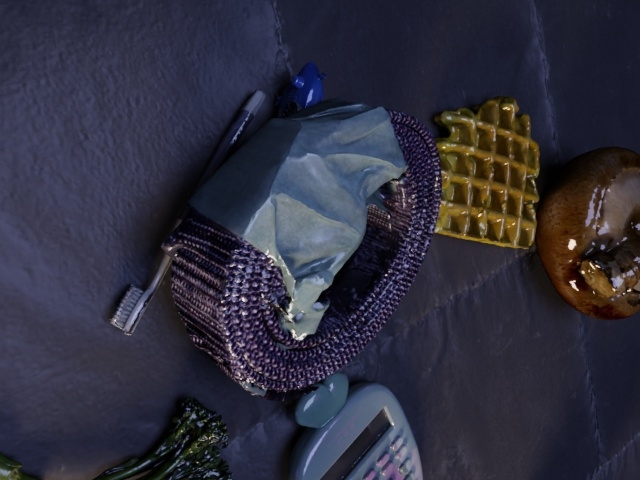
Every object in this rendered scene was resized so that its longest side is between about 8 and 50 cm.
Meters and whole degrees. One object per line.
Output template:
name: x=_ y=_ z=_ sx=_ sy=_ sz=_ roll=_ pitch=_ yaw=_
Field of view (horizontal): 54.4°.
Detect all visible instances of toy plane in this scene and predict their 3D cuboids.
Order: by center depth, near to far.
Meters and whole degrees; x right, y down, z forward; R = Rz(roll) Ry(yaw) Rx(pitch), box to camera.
toy plane: x=-0.036 y=-0.115 z=0.676 sx=0.054 sy=0.062 sz=0.167 roll=19 pitch=89 yaw=-49

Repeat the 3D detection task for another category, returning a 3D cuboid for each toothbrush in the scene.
toothbrush: x=-0.129 y=-0.038 z=0.628 sx=0.026 sy=0.024 sz=0.288 roll=33 pitch=73 yaw=-20

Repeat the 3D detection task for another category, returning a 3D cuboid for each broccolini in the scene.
broccolini: x=-0.192 y=0.191 z=0.578 sx=0.271 sy=0.062 sz=0.123 roll=27 pitch=66 yaw=-34

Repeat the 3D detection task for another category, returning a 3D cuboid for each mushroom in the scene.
mushroom: x=0.457 y=-0.005 z=1.013 sx=0.278 sy=0.163 sz=0.297 roll=-45 pitch=119 yaw=-37

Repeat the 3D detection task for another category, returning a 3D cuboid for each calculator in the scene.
calculator: x=0.047 y=0.285 z=0.776 sx=0.185 sy=0.041 sz=0.299 roll=-41 pitch=119 yaw=-29

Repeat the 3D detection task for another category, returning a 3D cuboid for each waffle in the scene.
waffle: x=0.234 y=-0.108 z=0.889 sx=0.229 sy=0.057 sz=0.219 roll=10 pitch=86 yaw=-38

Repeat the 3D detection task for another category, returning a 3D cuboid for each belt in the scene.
belt: x=0.000 y=0.000 z=0.641 sx=0.325 sy=0.122 sz=0.260 roll=-49 pitch=135 yaw=-16
